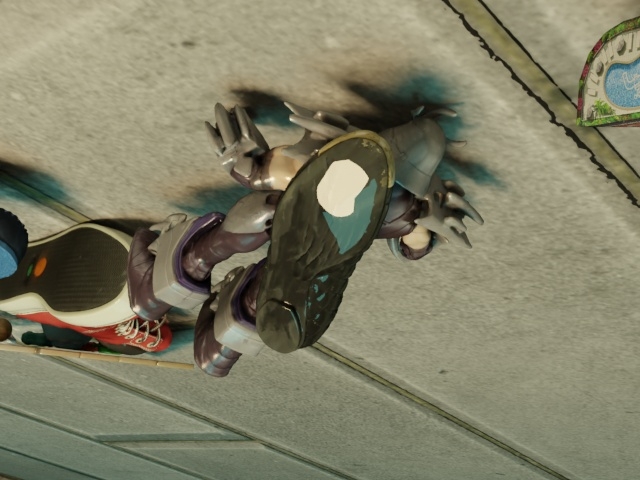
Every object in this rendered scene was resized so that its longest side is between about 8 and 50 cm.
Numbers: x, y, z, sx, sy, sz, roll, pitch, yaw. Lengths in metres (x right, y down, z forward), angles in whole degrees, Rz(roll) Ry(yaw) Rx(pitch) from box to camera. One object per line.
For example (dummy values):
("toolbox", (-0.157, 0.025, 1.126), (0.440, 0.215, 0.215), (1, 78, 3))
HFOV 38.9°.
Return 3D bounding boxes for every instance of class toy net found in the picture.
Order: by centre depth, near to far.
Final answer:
("toy net", (-0.339, 0.102, 1.064), (0.232, 0.045, 0.122), (1, 170, 28))

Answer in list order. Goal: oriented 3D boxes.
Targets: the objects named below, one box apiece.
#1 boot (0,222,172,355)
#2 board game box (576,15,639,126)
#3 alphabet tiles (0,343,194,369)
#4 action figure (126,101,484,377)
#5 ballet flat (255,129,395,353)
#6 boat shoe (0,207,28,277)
("boot", (-0.180, 0.060, 0.851), (0.176, 0.088, 0.244), (31, 157, -37))
("board game box", (0.187, -0.076, 0.327), (0.194, 0.060, 0.194), (-1, -178, -17))
("alphabet tiles", (-0.279, 0.125, 0.998), (0.237, 0.009, 0.198), (9, 171, -22))
("action figure", (-0.019, -0.014, 0.606), (0.185, 0.099, 0.285), (33, 134, -27))
("ballet flat", (0.000, 0.000, 0.526), (0.057, 0.049, 0.173), (31, 133, 6))
("boat shoe", (-0.346, -0.042, 0.703), (0.258, 0.089, 0.109), (15, 143, 3))
